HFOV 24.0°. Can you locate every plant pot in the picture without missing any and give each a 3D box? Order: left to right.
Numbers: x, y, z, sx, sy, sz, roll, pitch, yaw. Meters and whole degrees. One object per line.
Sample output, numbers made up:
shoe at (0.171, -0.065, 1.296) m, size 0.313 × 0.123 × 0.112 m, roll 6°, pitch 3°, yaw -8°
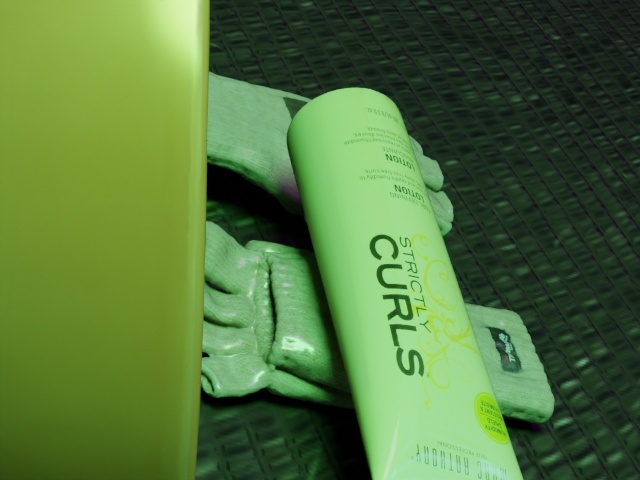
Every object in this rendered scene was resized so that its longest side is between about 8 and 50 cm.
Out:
plant pot at (-0.146, -0.023, 0.510) m, size 0.203 × 0.291 × 0.291 m, roll 1°, pitch 35°, yaw -9°

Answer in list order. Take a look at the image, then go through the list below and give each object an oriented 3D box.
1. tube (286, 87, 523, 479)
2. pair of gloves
tube at (0.037, 0.030, 0.687) m, size 0.070 × 0.062 × 0.240 m, roll -11°, pitch 49°, yaw -4°
pair of gloves at (0.000, 0.000, 0.787) m, size 0.204 × 0.042 × 0.240 m, roll 11°, pitch 39°, yaw -33°
